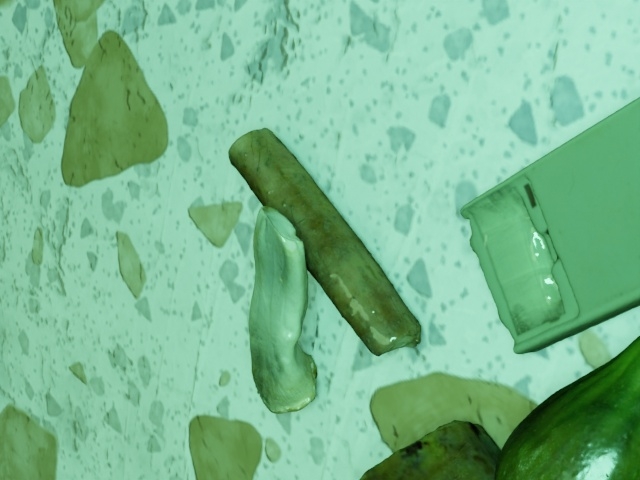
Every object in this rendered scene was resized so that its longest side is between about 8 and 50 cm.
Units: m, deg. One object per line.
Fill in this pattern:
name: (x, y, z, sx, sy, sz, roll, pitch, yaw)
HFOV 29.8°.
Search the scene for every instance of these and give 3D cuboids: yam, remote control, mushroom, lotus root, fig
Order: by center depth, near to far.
fig: (0.191, 0.125, 0.770, 0.117, 0.117, 0.177, 44, 103, 34)
remote control: (0.206, -0.023, 0.773, 0.285, 0.038, 0.123, -36, 68, 45)
lotus root: (0.069, 0.258, 0.897, 0.119, 0.138, 0.235, 50, 135, 42)
yam: (0.000, 0.000, 0.977, 0.241, 0.057, 0.057, 52, 129, 27)
mushroom: (-0.030, 0.057, 0.983, 0.059, 0.054, 0.202, 26, 134, 33)
